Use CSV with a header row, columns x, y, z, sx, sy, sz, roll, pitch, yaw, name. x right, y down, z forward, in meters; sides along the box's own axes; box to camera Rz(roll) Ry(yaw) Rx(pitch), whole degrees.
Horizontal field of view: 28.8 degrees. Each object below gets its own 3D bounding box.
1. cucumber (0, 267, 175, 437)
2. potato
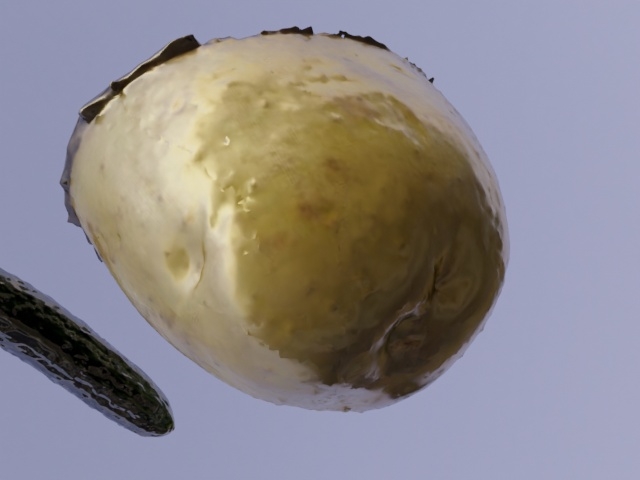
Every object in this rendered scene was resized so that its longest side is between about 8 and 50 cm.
x,y,z,sx,sy,sz,roll,pitch,yaw,name
-0.191,0.080,0.914,0.215,0.058,0.052,37,-74,-20,cucumber
0.000,0.000,0.772,0.285,0.243,0.242,14,-105,-41,potato
